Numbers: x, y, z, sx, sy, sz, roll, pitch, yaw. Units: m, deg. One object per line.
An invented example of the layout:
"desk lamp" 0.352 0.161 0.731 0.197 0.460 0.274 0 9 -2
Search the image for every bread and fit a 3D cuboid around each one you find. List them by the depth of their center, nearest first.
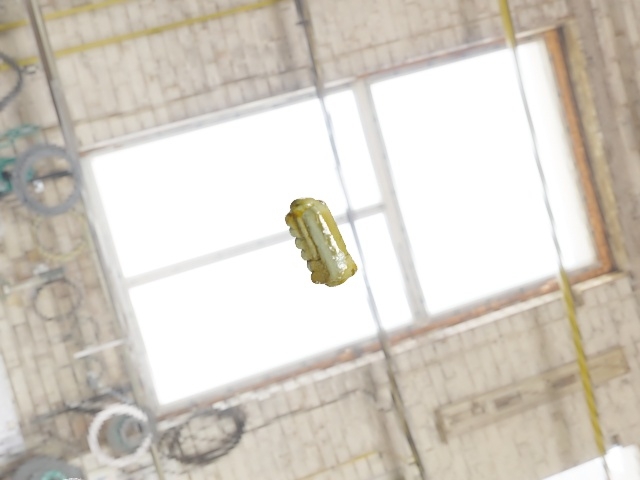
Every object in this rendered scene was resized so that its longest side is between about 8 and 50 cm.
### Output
"bread" 0.000 0.000 0.992 0.049 0.033 0.088 -19 -79 43

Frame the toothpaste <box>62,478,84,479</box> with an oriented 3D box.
"toothpaste" -0.265 0.298 1.027 0.266 0.096 0.061 -49 -123 44
